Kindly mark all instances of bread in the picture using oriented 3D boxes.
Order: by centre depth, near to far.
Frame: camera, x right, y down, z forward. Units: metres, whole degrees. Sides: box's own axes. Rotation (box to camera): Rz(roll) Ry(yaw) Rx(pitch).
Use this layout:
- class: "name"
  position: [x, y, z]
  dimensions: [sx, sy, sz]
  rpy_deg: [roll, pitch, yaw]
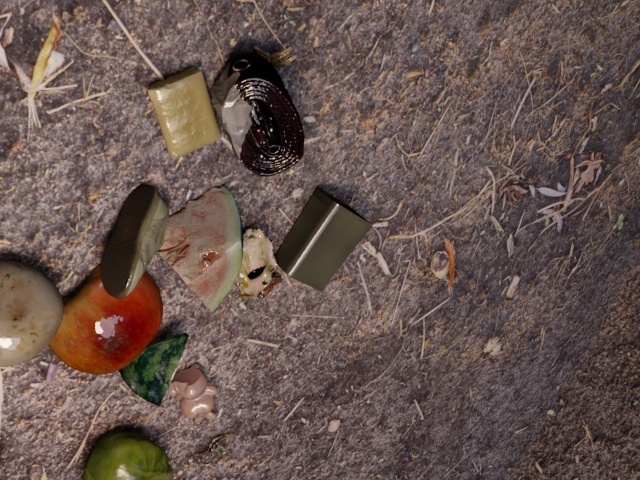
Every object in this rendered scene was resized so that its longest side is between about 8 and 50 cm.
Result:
- class: "bread"
  position: [-0.314, -0.295, 1.706]
  dimensions: [0.139, 0.060, 0.178]
  rpy_deg: [-26, 126, -22]

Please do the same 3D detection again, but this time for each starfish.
- class: "starfish"
  position: [-0.129, -0.417, 1.785]
  dimensions: [0.133, 0.041, 0.130]
  rpy_deg: [0, 134, -9]

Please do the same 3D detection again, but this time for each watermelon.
- class: "watermelon"
  position: [-0.295, 0.026, 1.855]
  dimensions: [0.232, 0.193, 0.310]
  rpy_deg: [-2, 127, -52]
- class: "watermelon"
  position: [-0.416, 0.298, 1.915]
  dimensions: [0.136, 0.202, 0.207]
  rpy_deg: [38, 97, -14]

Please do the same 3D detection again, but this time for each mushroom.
- class: "mushroom"
  position: [-0.700, 0.173, 1.628]
  dimensions: [0.244, 0.243, 0.243]
  rpy_deg: [-16, 123, -27]

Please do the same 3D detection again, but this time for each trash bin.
- class: "trash bin"
  position: [0.000, 0.000, 2.050]
  dimensions: [0.164, 0.122, 0.240]
  rpy_deg: [30, 98, -41]

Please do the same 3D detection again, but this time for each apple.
- class: "apple"
  position: [-0.506, 0.212, 1.789]
  dimensions: [0.293, 0.163, 0.251]
  rpy_deg: [-40, 129, -8]

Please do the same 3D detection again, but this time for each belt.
- class: "belt"
  position: [-0.149, -0.303, 1.756]
  dimensions: [0.184, 0.164, 0.289]
  rpy_deg: [-19, 135, 1]

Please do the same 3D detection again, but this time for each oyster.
- class: "oyster"
  position: [-0.176, 0.059, 1.994]
  dimensions: [0.133, 0.072, 0.209]
  rpy_deg: [-11, 110, 6]

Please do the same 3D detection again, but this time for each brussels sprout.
- class: "brussels sprout"
  position: [-0.510, 0.631, 1.993]
  dimensions: [0.271, 0.210, 0.219]
  rpy_deg: [30, 74, -52]

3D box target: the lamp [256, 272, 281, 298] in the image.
- class: "lamp"
  position: [-0.147, 0.131, 2.069]
  dimensions: [0.083, 0.031, 0.063]
  rpy_deg: [-51, 169, 14]

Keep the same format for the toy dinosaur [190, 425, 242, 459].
- class: "toy dinosaur"
  position: [-0.308, 0.619, 2.232]
  dimensions: [0.180, 0.037, 0.058]
  rpy_deg: [-38, 135, -11]

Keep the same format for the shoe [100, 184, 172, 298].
- class: "shoe"
  position: [-0.426, 0.009, 1.735]
  dimensions: [0.098, 0.103, 0.274]
  rpy_deg: [38, 66, -52]

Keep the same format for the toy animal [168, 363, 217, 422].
- class: "toy animal"
  position: [-0.339, 0.456, 2.068]
  dimensions: [0.124, 0.124, 0.212]
  rpy_deg: [-29, 124, -18]
